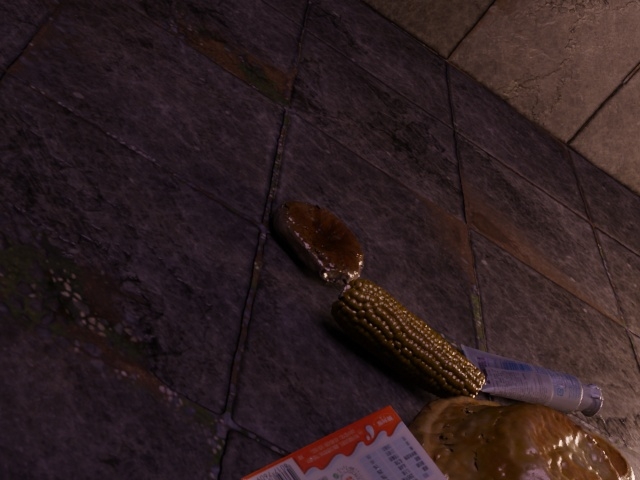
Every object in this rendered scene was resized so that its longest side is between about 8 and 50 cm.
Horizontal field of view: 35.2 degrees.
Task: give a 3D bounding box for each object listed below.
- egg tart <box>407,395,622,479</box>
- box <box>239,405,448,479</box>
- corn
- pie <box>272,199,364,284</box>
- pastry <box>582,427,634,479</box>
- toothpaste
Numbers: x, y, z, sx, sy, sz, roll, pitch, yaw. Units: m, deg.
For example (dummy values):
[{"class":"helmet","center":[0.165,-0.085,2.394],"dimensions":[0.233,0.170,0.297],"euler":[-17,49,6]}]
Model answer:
[{"class":"egg tart","center":[0.326,0.389,1.502],"dimensions":[0.443,0.178,0.443],"euler":[29,29,-18]},{"class":"box","center":[0.067,0.366,1.282],"dimensions":[0.273,0.048,0.265],"euler":[-16,58,-40]},{"class":"corn","center":[0.137,0.169,1.681],"dimensions":[0.310,0.101,0.101],"euler":[39,27,-13]},{"class":"pie","center":[0.000,0.000,1.817],"dimensions":[0.195,0.046,0.195],"euler":[31,28,-18]},{"class":"pastry","center":[0.472,0.400,1.762],"dimensions":[0.156,0.092,0.156],"euler":[33,29,-20]},{"class":"toothpaste","center":[0.396,0.270,1.894],"dimensions":[0.299,0.073,0.114],"euler":[17,35,-24]}]
